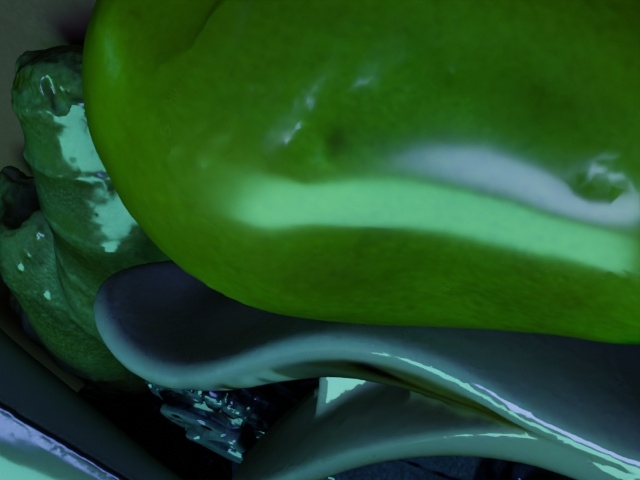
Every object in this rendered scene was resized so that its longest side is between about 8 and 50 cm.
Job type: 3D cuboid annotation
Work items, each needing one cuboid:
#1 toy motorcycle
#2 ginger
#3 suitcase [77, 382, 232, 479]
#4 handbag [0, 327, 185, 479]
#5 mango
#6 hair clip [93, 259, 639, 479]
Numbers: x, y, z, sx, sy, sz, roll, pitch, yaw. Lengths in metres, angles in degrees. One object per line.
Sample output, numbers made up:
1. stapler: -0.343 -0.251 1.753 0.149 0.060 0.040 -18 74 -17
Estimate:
1. toy motorcycle: 0.049 0.134 1.018 0.307 0.108 0.173 20 164 15
2. ginger: -0.126 -0.003 0.999 0.137 0.089 0.290 56 159 12
3. suitcase: -0.099 0.130 1.189 0.126 0.059 0.086 13 144 29
4. handbag: -0.123 0.167 1.139 0.315 0.109 0.241 30 161 -10
5. mango: 0.045 -0.060 0.673 0.273 0.185 0.149 3 178 18
6. hair clip: 0.042 0.040 0.787 0.282 0.172 0.113 -12 112 29
